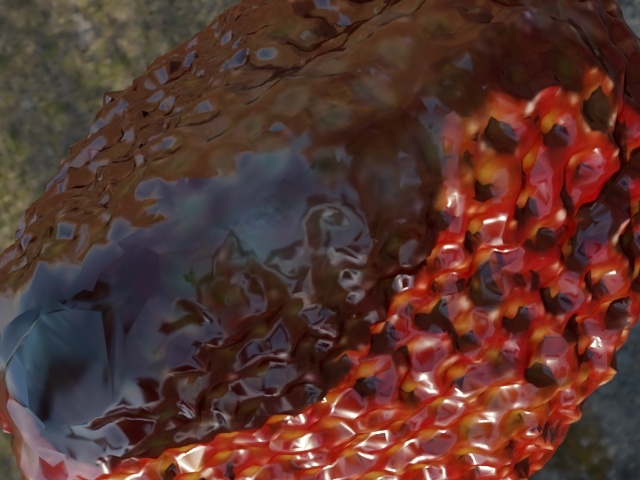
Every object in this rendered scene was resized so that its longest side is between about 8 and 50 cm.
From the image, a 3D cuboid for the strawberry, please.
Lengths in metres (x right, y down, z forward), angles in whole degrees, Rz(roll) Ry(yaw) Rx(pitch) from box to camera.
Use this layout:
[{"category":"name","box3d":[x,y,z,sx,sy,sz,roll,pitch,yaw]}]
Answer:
[{"category":"strawberry","box3d":[0.000,0.000,0.650,0.267,0.351,0.312,47,127,20]}]
